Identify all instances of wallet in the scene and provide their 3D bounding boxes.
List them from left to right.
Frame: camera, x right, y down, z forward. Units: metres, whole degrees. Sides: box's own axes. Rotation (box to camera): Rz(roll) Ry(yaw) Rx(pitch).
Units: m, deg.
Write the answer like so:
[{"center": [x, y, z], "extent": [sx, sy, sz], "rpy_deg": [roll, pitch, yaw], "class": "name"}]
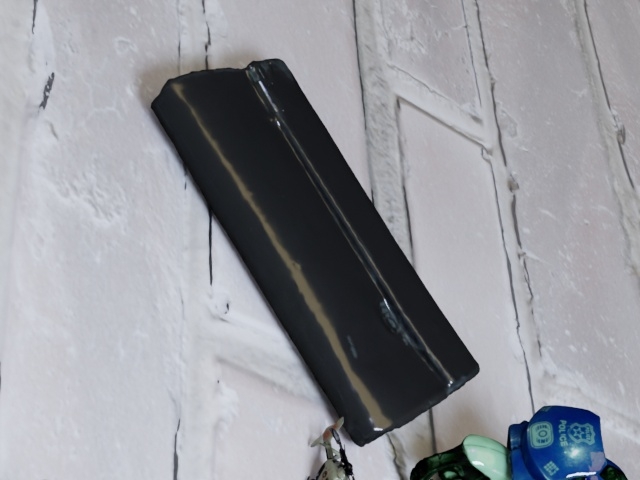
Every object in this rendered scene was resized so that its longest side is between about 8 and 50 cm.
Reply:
[{"center": [0.001, 0.000, 1.497], "extent": [0.228, 0.062, 0.406], "rpy_deg": [-22, 78, -54], "class": "wallet"}]

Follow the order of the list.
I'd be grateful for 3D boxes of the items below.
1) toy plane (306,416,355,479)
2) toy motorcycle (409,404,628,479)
[{"center": [0.012, 0.213, 1.346], "extent": [0.031, 0.049, 0.121], "rpy_deg": [33, 23, -27], "class": "toy plane"}, {"center": [0.254, 0.265, 1.451], "extent": [0.331, 0.196, 0.125], "rpy_deg": [31, 41, -27], "class": "toy motorcycle"}]
